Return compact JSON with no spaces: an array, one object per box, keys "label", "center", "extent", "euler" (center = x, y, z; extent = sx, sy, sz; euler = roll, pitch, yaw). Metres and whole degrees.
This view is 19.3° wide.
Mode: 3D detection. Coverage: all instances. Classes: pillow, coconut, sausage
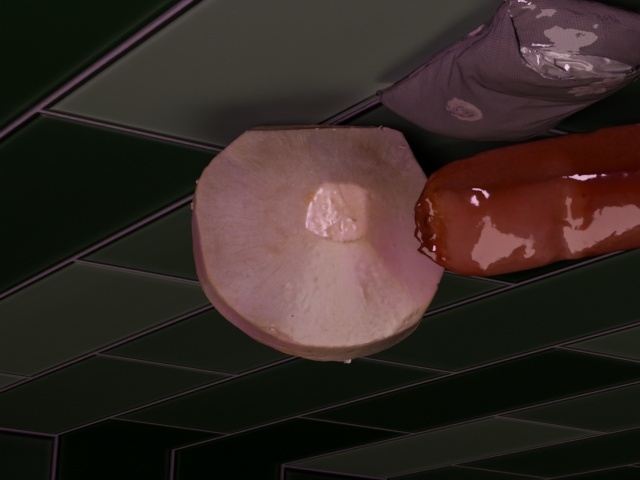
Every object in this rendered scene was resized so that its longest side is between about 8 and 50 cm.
[{"label":"pillow","center":[0.155,-0.121,1.407],"extent":[0.169,0.059,0.255],"euler":[7,164,-19]},{"label":"coconut","center":[0.000,0.000,1.603],"extent":[0.237,0.197,0.237],"euler":[8,172,1]},{"label":"sausage","center":[0.247,-0.044,1.525],"extent":[0.348,0.094,0.097],"euler":[-9,120,6]}]

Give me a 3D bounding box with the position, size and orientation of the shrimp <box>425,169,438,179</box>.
[{"label":"shrimp","center":[0.183,-0.048,1.666],"extent":[0.145,0.061,0.267],"euler":[25,156,-34]}]
